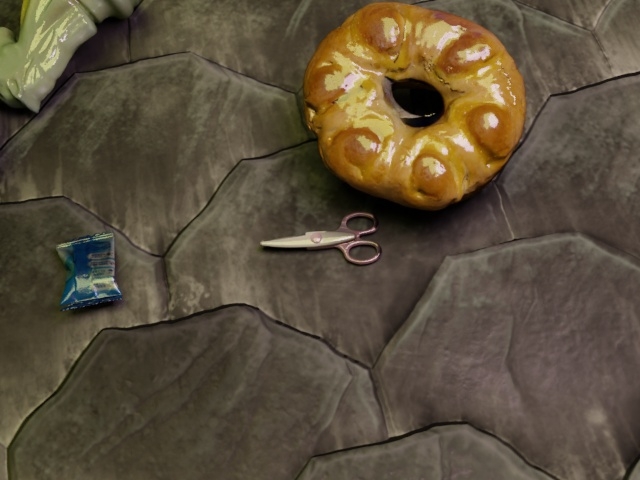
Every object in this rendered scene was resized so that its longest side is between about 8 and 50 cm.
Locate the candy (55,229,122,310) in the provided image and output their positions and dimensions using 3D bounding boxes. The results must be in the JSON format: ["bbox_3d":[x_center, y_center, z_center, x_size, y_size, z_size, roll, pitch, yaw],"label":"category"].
[{"bbox_3d":[-0.339,0.041,1.263,0.088,0.038,0.136,-13,51,-7],"label":"candy"}]

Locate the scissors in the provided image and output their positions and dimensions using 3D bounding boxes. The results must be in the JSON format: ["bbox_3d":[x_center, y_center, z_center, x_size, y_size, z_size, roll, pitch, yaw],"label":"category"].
[{"bbox_3d":[0.000,0.000,1.267,0.176,0.022,0.085,-4,65,-1],"label":"scissors"}]

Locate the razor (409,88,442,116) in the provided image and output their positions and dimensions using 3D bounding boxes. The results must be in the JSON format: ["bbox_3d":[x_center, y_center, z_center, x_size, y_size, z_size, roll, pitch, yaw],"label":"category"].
[{"bbox_3d":[0.216,-0.214,1.352,0.148,0.054,0.090,-7,64,1],"label":"razor"}]

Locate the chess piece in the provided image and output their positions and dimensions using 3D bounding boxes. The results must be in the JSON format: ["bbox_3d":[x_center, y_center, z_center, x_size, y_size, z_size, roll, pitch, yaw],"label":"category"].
[{"bbox_3d":[-0.451,-0.354,1.447,0.175,0.176,0.298,34,81,21],"label":"chess piece"}]

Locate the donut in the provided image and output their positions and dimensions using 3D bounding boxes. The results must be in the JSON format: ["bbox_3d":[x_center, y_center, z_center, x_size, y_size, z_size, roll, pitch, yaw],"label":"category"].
[{"bbox_3d":[0.136,-0.192,1.250,0.299,0.150,0.317,-29,77,12],"label":"donut"}]
